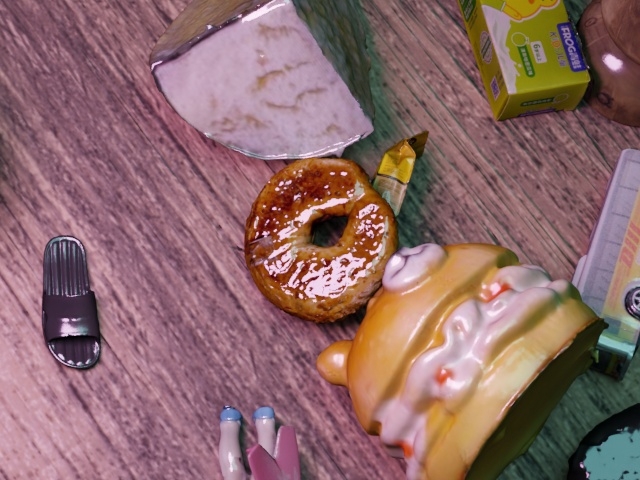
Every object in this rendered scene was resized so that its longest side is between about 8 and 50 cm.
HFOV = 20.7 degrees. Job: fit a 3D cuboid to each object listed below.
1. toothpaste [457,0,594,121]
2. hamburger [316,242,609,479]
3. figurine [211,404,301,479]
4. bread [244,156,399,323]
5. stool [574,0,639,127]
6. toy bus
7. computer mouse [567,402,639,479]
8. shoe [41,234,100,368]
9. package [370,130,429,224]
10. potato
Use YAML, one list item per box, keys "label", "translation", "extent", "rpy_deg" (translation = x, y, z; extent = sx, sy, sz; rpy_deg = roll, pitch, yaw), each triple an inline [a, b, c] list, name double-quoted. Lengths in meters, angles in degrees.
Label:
- label: "toothpaste"
  translation: [0.230, -0.307, 2.158]
  extent: [0.110, 0.077, 0.327]
  rpy_deg: [-11, 70, -12]
- label: "hamburger"
  translation: [0.145, 0.119, 1.871]
  extent: [0.237, 0.276, 0.276]
  rpy_deg: [39, 66, 19]
- label: "figurine"
  translation: [-0.093, 0.289, 1.841]
  extent: [0.205, 0.103, 0.260]
  rpy_deg: [4, 57, -10]
- label: "bread"
  translation: [0.000, 0.000, 1.967]
  extent: [0.193, 0.064, 0.193]
  rpy_deg: [-5, 76, 18]
- label: "stool"
  translation: [0.411, -0.269, 2.070]
  extent: [0.179, 0.264, 0.179]
  rpy_deg: [3, 66, -8]
- label: "toy bus"
  translation: [0.354, 0.024, 2.036]
  extent: [0.106, 0.092, 0.268]
  rpy_deg: [18, 66, 8]
- label: "computer mouse"
  translation: [0.422, 0.300, 1.916]
  extent: [0.323, 0.116, 0.183]
  rpy_deg: [22, 68, 8]
- label: "shoe"
  translation: [-0.276, 0.061, 1.933]
  extent: [0.062, 0.053, 0.159]
  rpy_deg: [-3, 65, -15]
- label: "package"
  translation: [0.082, -0.066, 2.035]
  extent: [0.047, 0.071, 0.131]
  rpy_deg: [19, 67, 2]
- label: "potato"
  translation: [-0.058, -0.221, 2.069]
  extent: [0.211, 0.189, 0.264]
  rpy_deg: [52, 24, -24]
